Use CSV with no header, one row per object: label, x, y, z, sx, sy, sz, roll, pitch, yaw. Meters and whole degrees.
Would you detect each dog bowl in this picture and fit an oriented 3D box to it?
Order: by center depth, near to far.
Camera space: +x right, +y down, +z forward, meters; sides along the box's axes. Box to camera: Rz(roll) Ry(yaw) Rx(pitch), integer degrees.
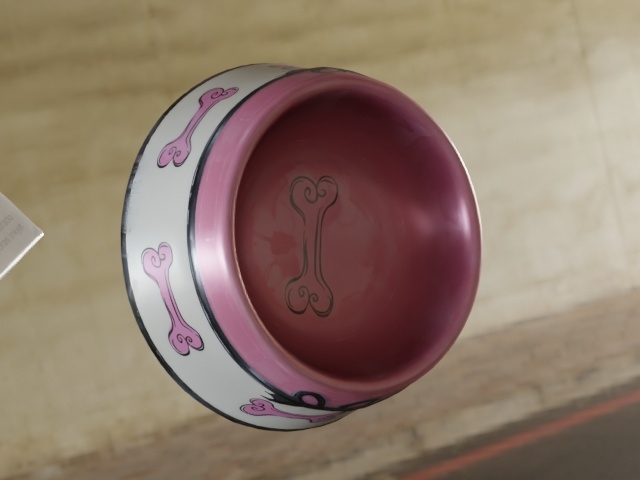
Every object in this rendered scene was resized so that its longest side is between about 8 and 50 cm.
dog bowl,0.000,0.000,1.757,0.408,0.407,0.150,-13,3,-36

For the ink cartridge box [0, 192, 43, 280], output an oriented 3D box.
ink cartridge box,-0.264,-0.021,0.767,0.092,0.219,0.160,-41,9,31
